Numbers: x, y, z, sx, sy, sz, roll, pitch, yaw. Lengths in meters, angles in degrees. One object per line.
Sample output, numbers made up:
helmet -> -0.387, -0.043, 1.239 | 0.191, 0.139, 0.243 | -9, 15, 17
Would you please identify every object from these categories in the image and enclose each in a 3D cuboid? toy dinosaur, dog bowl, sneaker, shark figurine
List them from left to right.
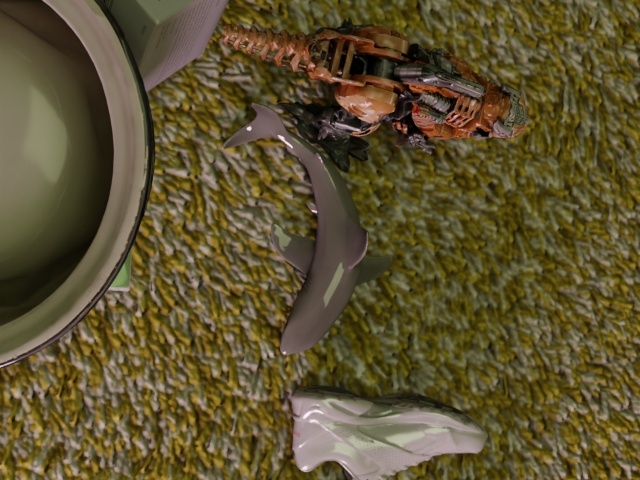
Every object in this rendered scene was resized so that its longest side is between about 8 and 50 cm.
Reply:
dog bowl -> -0.338, -0.086, 1.237 | 0.408, 0.150, 0.408 | 1, 95, 7
shark figurine -> 0.010, -0.027, 1.461 | 0.166, 0.116, 0.278 | -16, 97, -21
toy dinosaur -> 0.059, -0.179, 1.422 | 0.322, 0.218, 0.164 | 37, 78, -17
sneaker -> 0.072, 0.229, 1.505 | 0.232, 0.090, 0.115 | 8, 93, -12

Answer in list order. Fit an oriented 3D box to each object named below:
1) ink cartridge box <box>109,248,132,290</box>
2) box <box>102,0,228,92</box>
ink cartridge box -> -0.274, -0.071, 1.382 | 0.171, 0.056, 0.235 | 4, 90, -21
box -> -0.192, -0.261, 1.317 | 0.119, 0.182, 0.181 | -39, 85, -27
